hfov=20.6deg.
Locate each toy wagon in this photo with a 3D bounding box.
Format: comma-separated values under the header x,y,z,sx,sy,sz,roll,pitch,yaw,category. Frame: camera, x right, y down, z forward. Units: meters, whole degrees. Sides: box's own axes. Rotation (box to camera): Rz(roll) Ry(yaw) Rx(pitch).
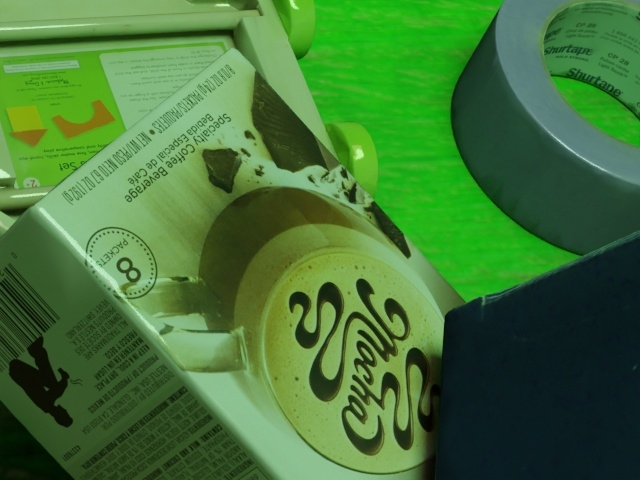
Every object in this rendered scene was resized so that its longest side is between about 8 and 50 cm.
x,y,z,sx,sy,sz,roll,pitch,yaw,category
-0.102,-0.043,1.008,0.267,0.068,0.344,-7,59,-26,toy wagon

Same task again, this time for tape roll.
x,y,z,sx,sy,sz,roll,pitch,yaw,category
0.187,-0.085,1.151,0.189,0.080,0.189,11,52,-15,tape roll

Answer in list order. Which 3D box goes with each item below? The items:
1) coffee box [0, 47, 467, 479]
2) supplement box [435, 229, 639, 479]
x,y,z,sx,sy,sz,roll,pitch,yaw,category
-0.012,0.080,0.827,0.297,0.119,0.168,48,43,-3,coffee box
0.241,0.146,0.776,0.356,0.194,0.195,27,54,-32,supplement box
